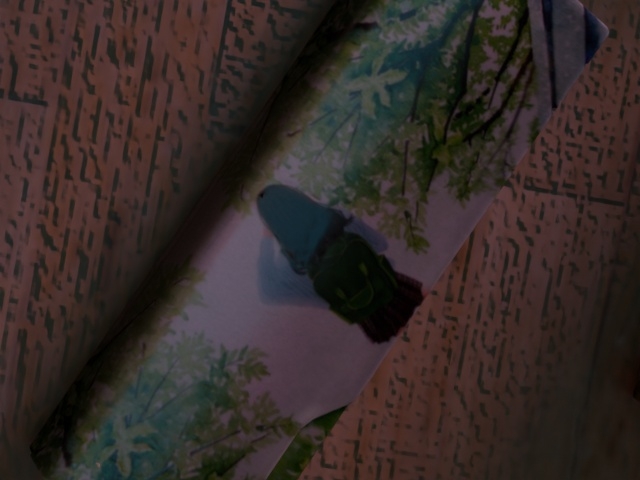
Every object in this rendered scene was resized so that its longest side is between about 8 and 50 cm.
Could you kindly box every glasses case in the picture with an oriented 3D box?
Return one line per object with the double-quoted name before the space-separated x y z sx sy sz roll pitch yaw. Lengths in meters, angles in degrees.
"glasses case" 0.000 0.000 0.728 0.095 0.062 0.272 34 88 -16

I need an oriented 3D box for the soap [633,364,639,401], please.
"soap" 0.288 -0.039 0.673 0.169 0.304 0.338 25 90 -19
